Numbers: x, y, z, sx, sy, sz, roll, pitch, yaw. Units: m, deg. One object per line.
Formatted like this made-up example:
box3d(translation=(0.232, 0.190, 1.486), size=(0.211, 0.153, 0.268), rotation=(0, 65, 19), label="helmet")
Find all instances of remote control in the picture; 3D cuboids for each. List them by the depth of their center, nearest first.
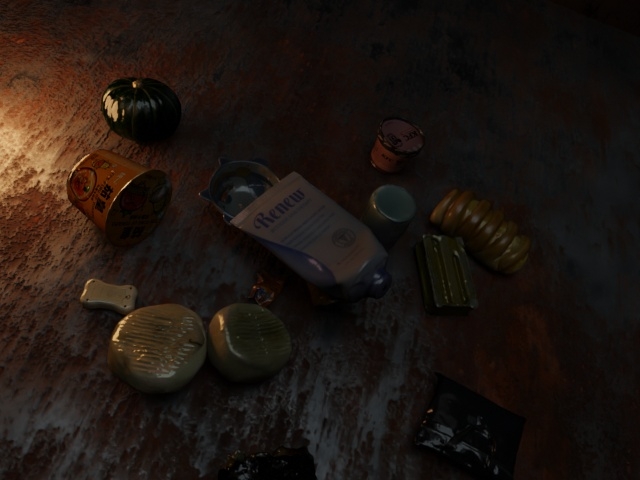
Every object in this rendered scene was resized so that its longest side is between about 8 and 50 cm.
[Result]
box3d(translation=(-0.494, 0.132, 1.284), size=(0.122, 0.032, 0.074), rotation=(13, 54, -9), label="remote control")

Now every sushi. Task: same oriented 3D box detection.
box3d(translation=(-0.113, 0.488, 1.111), size=(0.213, 0.147, 0.114), rotation=(6, 48, -34), label="sushi")

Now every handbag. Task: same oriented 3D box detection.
box3d(translation=(0.360, 0.455, 1.301), size=(0.254, 0.088, 0.211), rotation=(28, 48, 3), label="handbag")

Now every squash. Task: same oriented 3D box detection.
box3d(translation=(-0.499, -0.363, 1.526), size=(0.218, 0.172, 0.218), rotation=(4, 55, -6), label="squash")

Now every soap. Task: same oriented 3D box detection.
box3d(translation=(0.350, 0.098, 1.543), size=(0.135, 0.076, 0.233), rotation=(4, 57, -15), label="soap")

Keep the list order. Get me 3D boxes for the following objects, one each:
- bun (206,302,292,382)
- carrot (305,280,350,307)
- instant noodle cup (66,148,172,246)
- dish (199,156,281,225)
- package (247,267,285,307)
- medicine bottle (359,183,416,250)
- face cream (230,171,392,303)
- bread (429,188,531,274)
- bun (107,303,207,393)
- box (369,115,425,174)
box3d(translation=(-0.167, 0.239, 1.258), size=(0.193, 0.128, 0.178), rotation=(3, 55, -39), label="bun")
box3d(translation=(-0.006, 0.042, 1.451), size=(0.114, 0.114, 0.301), rotation=(-7, 64, -21), label="carrot")
box3d(translation=(-0.501, -0.115, 1.350), size=(0.172, 0.215, 0.216), rotation=(31, 53, 16), label="instant noodle cup")
box3d(translation=(-0.217, -0.124, 1.509), size=(0.228, 0.086, 0.236), rotation=(40, 55, 12), label="dish")
box3d(translation=(-0.141, 0.122, 1.400), size=(0.077, 0.033, 0.110), rotation=(24, 48, 11), label="package")
box3d(translation=(0.181, -0.059, 1.537), size=(0.135, 0.168, 0.135), rotation=(9, 54, -12), label="medicine bottle")
box3d(translation=(0.000, 0.000, 1.368), size=(0.420, 0.137, 0.235), rotation=(37, 66, 24), label="face cream")
box3d(translation=(0.495, -0.035, 1.649), size=(0.311, 0.121, 0.173), rotation=(38, 54, 8), label="bread")
box3d(translation=(-0.354, 0.243, 1.201), size=(0.210, 0.116, 0.237), rotation=(1, 35, -8), label="bun")
box3d(translation=(0.234, -0.294, 1.734), size=(0.151, 0.135, 0.151), rotation=(10, 56, -15), label="box")
